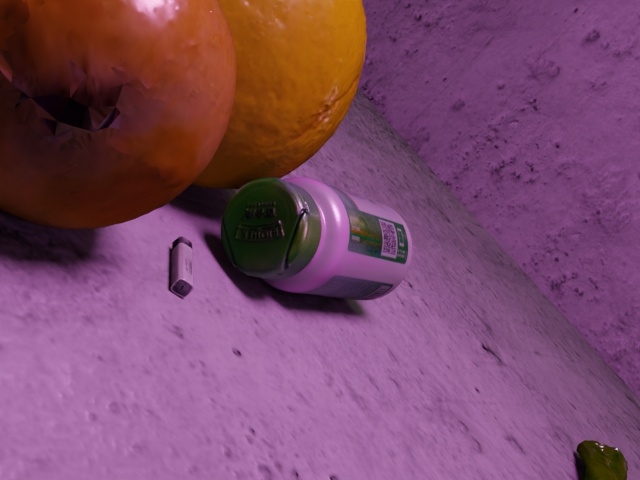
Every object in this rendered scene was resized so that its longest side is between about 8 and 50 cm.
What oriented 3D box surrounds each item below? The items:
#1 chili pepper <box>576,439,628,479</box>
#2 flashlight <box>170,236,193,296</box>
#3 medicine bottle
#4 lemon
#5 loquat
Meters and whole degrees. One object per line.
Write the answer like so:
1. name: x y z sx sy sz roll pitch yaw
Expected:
1. chili pepper: 0.400 0.351 1.222 0.085 0.076 0.359 27 8 13
2. flashlight: -0.133 0.024 0.842 0.018 0.018 0.083 37 17 -25
3. medicine bottle: 0.000 0.000 1.029 0.133 0.133 0.274 50 17 23
4. lemon: -0.107 -0.227 0.989 0.348 0.348 0.348 40 16 -14
5. loquat: -0.194 -0.139 0.691 0.263 0.263 0.263 40 16 -14
